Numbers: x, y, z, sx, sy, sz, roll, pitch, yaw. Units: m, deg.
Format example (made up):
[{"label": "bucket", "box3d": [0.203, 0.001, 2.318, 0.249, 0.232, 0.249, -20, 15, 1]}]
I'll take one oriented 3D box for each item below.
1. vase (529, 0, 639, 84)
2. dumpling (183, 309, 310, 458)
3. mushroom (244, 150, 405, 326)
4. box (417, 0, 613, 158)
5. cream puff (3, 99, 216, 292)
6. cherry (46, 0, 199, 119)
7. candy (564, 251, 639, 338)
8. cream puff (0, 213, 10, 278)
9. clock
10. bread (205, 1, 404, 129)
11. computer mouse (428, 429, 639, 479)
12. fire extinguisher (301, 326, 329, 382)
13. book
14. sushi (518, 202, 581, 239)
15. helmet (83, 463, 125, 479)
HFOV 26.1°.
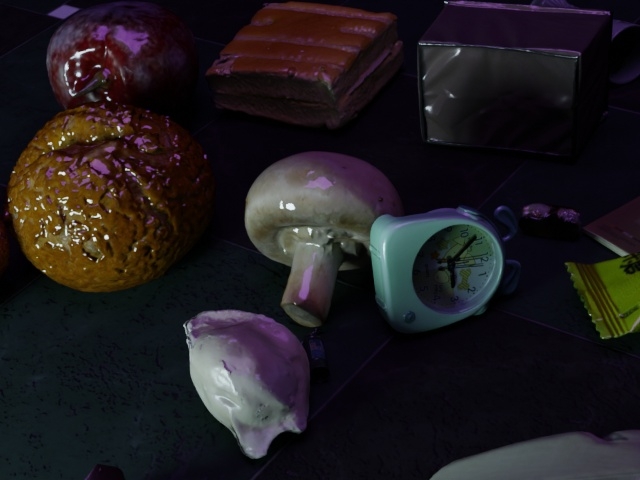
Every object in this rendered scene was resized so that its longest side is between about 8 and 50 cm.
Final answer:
[{"label": "vase", "box3d": [0.417, -0.328, 2.181, 0.096, 0.096, 0.219, -23, 35, -20]}, {"label": "dumpling", "box3d": [-0.078, 0.156, 1.591, 0.136, 0.118, 0.199, -12, 62, -22]}, {"label": "mushroom", "box3d": [0.000, 0.000, 1.740, 0.207, 0.207, 0.215, 4, 68, 16]}, {"label": "box", "box3d": [0.278, -0.235, 1.996, 0.252, 0.188, 0.153, 11, 39, 21]}, {"label": "cream puff", "box3d": [-0.286, -0.075, 1.862, 0.303, 0.212, 0.303, -3, 40, 3]}, {"label": "cherry", "box3d": [-0.300, -0.278, 2.155, 0.230, 0.203, 0.300, -5, 27, 16]}, {"label": "candy", "box3d": [0.433, 0.057, 1.659, 0.246, 0.069, 0.149, -9, 33, -3]}, {"label": "cream puff", "box3d": [-0.526, 0.031, 1.806, 0.240, 0.164, 0.240, 7, 36, -5]}, {"label": "clock", "box3d": [0.157, 0.029, 1.693, 0.188, 0.148, 0.060, -10, 20, -14]}, {"label": "bread", "box3d": [-0.028, -0.281, 2.183, 0.246, 0.111, 0.239, 12, 39, 26]}, {"label": "computer mouse", "box3d": [0.287, 0.279, 1.316, 0.429, 0.145, 0.228, 1, 39, 13]}, {"label": "fire extinguisher", "box3d": [-0.009, 0.138, 1.670, 0.038, 0.025, 0.083, -28, 34, 12]}, {"label": "book", "box3d": [0.463, -0.025, 1.811, 0.198, 0.016, 0.138, -27, 39, -24]}, {"label": "sushi", "box3d": [0.307, -0.033, 1.828, 0.083, 0.044, 0.046, 10, 40, 21]}, {"label": "helmet", "box3d": [-0.255, 0.291, 1.455, 0.123, 0.098, 0.070, -26, 70, -17]}]
